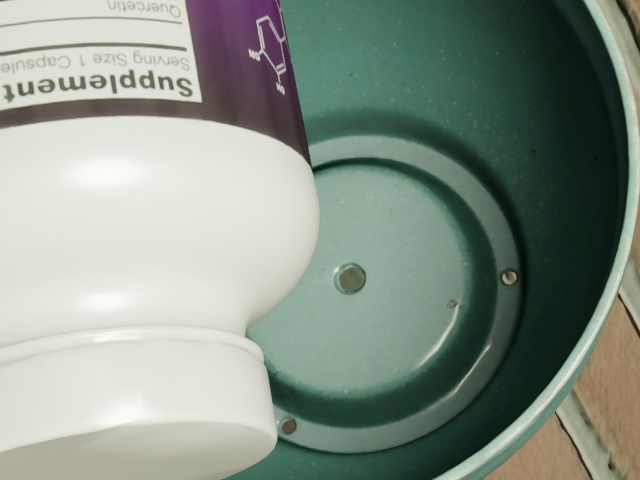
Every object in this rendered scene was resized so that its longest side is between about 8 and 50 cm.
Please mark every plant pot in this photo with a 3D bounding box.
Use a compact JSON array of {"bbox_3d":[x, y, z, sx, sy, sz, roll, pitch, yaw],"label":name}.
[{"bbox_3d":[0.000,0.000,0.812,0.196,0.293,0.293,55,52,-69],"label":"plant pot"}]

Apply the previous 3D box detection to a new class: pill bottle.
[{"bbox_3d":[-0.103,-0.072,0.655,0.181,0.181,0.323,11,62,-48],"label":"pill bottle"}]
